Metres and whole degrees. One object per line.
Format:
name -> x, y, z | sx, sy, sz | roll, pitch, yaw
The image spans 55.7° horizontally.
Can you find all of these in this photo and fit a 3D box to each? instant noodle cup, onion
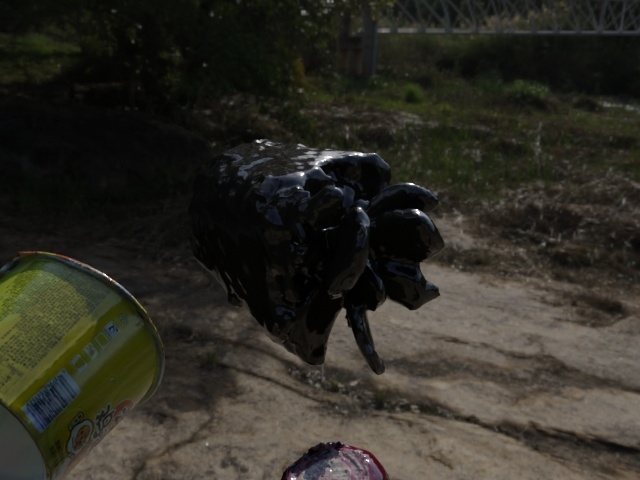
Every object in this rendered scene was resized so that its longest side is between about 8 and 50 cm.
instant noodle cup -> -0.351, 0.174, 0.729 | 0.264, 0.264, 0.200 | 5, 30, 14
onion -> 0.031, 0.359, 0.732 | 0.173, 0.135, 0.198 | -34, 36, -15

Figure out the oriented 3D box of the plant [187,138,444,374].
plant -> 0.000, 0.000, 0.627 | 0.188, 0.199, 0.276 | -21, 33, -36
